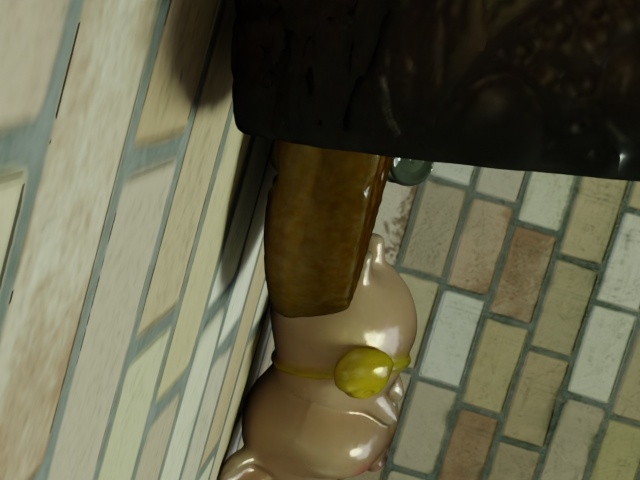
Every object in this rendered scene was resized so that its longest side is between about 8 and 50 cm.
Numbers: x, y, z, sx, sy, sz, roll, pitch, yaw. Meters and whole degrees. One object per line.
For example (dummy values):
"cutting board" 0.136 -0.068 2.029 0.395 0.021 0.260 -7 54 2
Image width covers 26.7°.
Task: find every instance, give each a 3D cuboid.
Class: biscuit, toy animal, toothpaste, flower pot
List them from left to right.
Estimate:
"toy animal" 0.011 0.111 1.171 0.165 0.149 0.248 -30 147 -61
"toothpaste" 0.039 -0.079 1.127 0.239 0.039 0.062 -146 -110 -72
"biscuit" 0.032 -0.149 0.851 0.394 0.070 0.350 -69 173 -58
"flower pot" 0.105 -0.163 0.538 0.266 0.267 0.267 -45 141 -83
